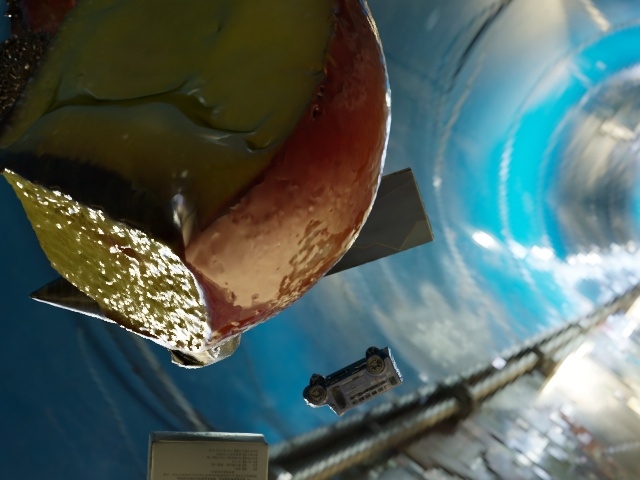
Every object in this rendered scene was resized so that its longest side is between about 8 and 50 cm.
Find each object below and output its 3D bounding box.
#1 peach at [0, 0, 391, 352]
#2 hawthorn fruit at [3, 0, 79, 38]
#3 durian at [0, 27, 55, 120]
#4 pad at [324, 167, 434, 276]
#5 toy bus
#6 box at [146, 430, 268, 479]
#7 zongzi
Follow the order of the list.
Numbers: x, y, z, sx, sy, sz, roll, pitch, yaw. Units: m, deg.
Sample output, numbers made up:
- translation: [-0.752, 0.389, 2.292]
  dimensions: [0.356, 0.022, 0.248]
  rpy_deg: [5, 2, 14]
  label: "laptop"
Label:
- translation: [-0.083, -0.079, 1.021]
  dimensions: [0.380, 0.306, 0.242]
  rpy_deg: [-72, -33, -41]
  label: "peach"
- translation: [-0.311, -0.406, 1.932]
  dimensions: [0.369, 0.285, 0.285]
  rpy_deg: [-28, -18, -4]
  label: "hawthorn fruit"
- translation: [-0.366, -0.180, 1.712]
  dimensions: [0.167, 0.196, 0.196]
  rpy_deg: [-57, -13, -16]
  label: "durian"
- translation: [0.000, 0.000, 1.412]
  dimensions: [0.243, 0.004, 0.164]
  rpy_deg: [-19, -31, 5]
  label: "pad"
- translation: [0.054, 0.247, 2.193]
  dimensions: [0.167, 0.076, 0.073]
  rpy_deg: [-27, 10, 6]
  label: "toy bus"
- translation: [-0.197, 0.477, 2.159]
  dimensions: [0.106, 0.200, 0.299]
  rpy_deg: [-171, 84, -80]
  label: "box"
- translation: [-0.342, 0.140, 2.464]
  dimensions: [0.432, 0.208, 0.403]
  rpy_deg: [-15, -29, -19]
  label: "zongzi"
